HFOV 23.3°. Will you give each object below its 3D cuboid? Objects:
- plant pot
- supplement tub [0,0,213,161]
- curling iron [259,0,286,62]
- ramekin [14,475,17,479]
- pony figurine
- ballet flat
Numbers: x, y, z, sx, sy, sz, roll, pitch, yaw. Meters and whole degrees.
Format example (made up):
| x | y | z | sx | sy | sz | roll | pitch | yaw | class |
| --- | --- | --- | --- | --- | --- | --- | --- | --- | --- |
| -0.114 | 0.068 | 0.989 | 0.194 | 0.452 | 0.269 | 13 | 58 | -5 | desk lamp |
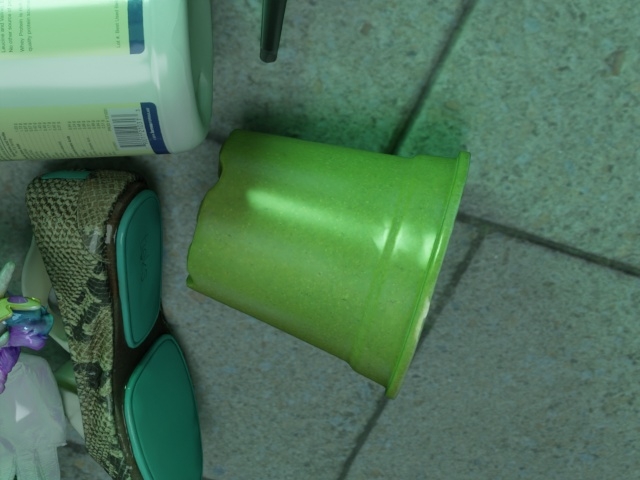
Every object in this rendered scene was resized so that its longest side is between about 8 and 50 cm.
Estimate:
| x | y | z | sx | sy | sz | roll | pitch | yaw | class |
| --- | --- | --- | --- | --- | --- | --- | --- | --- | --- |
| 0.000 | 0.000 | 1.660 | 0.254 | 0.276 | 0.276 | 18 | 128 | 2 | plant pot |
| -0.275 | -0.194 | 1.498 | 0.324 | 0.235 | 0.235 | -2 | 129 | 3 | supplement tub |
| -0.052 | -0.299 | 1.538 | 0.068 | 0.035 | 0.274 | 3 | 129 | 4 | curling iron |
| -0.468 | 0.397 | 1.954 | 0.148 | 0.303 | 0.303 | 26 | 125 | -28 | ramekin |
| -0.451 | 0.144 | 1.734 | 0.363 | 0.303 | 0.351 | 18 | 115 | 28 | pony figurine |
| -0.253 | 0.118 | 1.829 | 0.182 | 0.164 | 0.483 | 9 | 127 | 22 | ballet flat |
